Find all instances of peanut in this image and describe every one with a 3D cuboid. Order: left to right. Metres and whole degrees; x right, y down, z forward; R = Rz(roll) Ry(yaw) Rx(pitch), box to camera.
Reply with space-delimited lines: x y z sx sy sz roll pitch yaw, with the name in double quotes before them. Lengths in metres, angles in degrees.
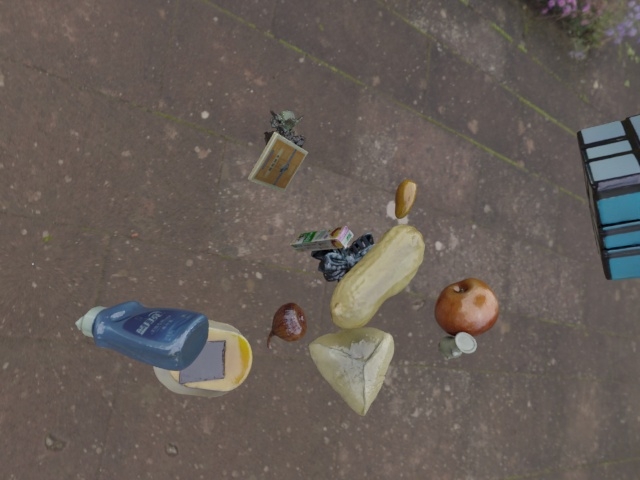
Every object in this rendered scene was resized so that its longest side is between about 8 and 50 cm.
"peanut" 0.149 0.098 1.096 0.147 0.147 0.319 44 83 -24

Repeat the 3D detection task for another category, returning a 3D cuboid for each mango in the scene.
"mango" 0.384 -0.188 1.971 0.084 0.102 0.184 18 90 -26

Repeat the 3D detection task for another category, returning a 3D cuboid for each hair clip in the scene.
"hair clip" 0.115 0.090 1.891 0.309 0.195 0.207 -8 133 -19

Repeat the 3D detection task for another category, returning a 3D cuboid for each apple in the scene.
"apple" 0.464 0.210 1.381 0.201 0.201 0.162 -26 111 -32

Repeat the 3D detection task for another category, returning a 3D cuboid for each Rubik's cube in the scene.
"Rubik's cube" 0.763 -0.109 0.967 0.289 0.283 0.294 60 33 -30

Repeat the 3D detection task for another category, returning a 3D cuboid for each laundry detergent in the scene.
"laundry detergent" -0.406 0.197 0.966 0.143 0.289 0.094 -62 157 -54

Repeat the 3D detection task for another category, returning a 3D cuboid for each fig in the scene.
"fig" -0.148 0.329 1.643 0.134 0.201 0.146 47 30 -19

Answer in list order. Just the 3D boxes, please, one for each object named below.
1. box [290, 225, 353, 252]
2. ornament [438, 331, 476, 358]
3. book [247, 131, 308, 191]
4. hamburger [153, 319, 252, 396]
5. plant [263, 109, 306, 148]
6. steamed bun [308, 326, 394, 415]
"box" 0.000 0.000 1.146 0.041 0.207 0.050 49 58 -25
"ornament" 0.422 0.334 1.356 0.074 0.156 0.081 27 68 1
"book" -0.134 -0.250 1.423 0.170 0.018 0.241 -58 161 10
"hamburger" -0.356 0.358 1.320 0.295 0.151 0.227 24 67 -33
"plant" -0.132 -0.364 1.547 0.142 0.131 0.203 8 109 -30
"steamed bun" 0.105 0.313 1.161 0.212 0.110 0.231 -41 82 -18
